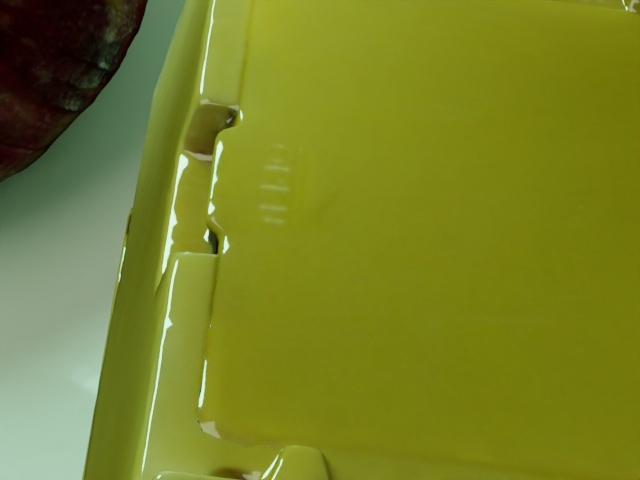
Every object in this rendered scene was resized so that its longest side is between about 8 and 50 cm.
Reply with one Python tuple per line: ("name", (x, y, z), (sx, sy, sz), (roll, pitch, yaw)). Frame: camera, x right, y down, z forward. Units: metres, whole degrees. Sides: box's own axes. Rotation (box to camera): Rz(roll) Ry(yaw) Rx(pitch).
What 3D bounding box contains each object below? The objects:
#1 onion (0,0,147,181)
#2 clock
("onion", (-0.181, -0.131, 0.769), (0.246, 0.190, 0.246), (-18, 60, 34))
("clock", (0.102, 0.052, 0.473), (0.317, 0.200, 0.244), (10, 57, -5))
